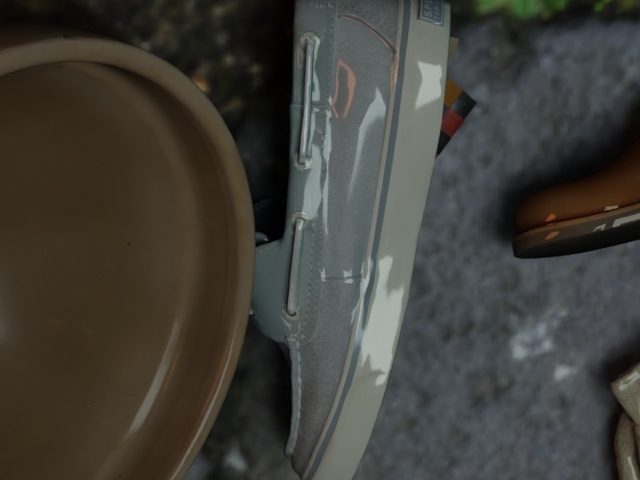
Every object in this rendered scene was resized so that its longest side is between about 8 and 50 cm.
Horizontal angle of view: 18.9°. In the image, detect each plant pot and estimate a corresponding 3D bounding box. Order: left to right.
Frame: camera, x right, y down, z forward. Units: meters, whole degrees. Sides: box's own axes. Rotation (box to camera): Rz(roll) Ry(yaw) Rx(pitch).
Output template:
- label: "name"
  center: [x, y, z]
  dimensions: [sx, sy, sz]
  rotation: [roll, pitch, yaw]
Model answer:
- label: "plant pot"
  center: [-0.142, 0.025, 0.716]
  dimensions: [0.237, 0.109, 0.237]
  rotation: [-28, 131, -39]

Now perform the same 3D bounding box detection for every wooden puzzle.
- label: "wooden puzzle"
  center: [0.037, -0.055, 0.847]
  dimensions: [0.049, 0.006, 0.083]
  rotation: [36, 91, -29]

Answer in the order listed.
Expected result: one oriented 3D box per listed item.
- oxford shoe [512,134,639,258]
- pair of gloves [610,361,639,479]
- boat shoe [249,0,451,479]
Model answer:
- label: "oxford shoe"
  center: [0.176, -0.049, 0.888]
  dimensions: [0.212, 0.076, 0.076]
  rotation: [-23, 85, -13]
- label: "pair of gloves"
  center: [0.264, 0.095, 0.965]
  dimensions: [0.240, 0.042, 0.204]
  rotation: [-31, 107, -8]
- label: "boat shoe"
  center: [0.000, 0.000, 0.818]
  dimensions: [0.081, 0.079, 0.227]
  rotation: [10, 111, 1]
